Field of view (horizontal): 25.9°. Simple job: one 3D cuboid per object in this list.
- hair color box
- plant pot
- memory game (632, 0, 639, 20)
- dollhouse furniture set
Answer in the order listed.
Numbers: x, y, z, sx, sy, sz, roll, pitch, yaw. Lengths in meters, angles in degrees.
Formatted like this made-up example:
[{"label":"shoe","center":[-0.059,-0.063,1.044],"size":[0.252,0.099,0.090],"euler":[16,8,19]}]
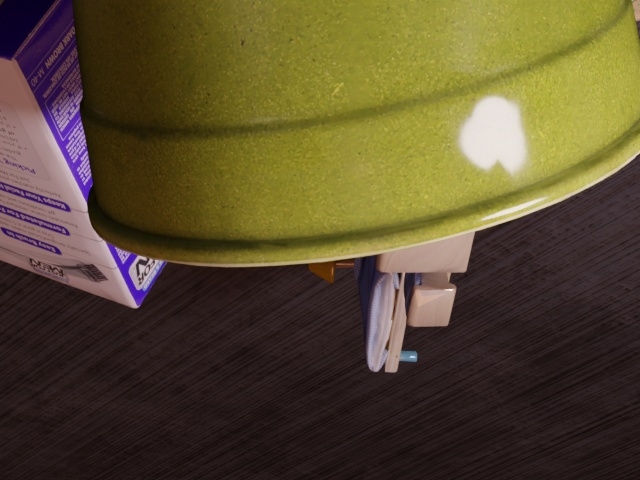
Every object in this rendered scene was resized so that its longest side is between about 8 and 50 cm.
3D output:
[{"label":"hair color box","center":[-0.250,-0.095,1.183],"size":[0.185,0.110,0.338],"euler":[18,149,22]},{"label":"plant pot","center":[-0.001,-0.218,0.826],"size":[0.367,0.366,0.352],"euler":[-8,112,10]},{"label":"memory game","center":[0.193,-0.207,1.157],"size":[0.186,0.012,0.186],"euler":[0,145,0]},{"label":"dollhouse furniture set","center":[0.000,0.000,1.212],"size":[0.198,0.286,0.303],"euler":[3,133,-4]}]
